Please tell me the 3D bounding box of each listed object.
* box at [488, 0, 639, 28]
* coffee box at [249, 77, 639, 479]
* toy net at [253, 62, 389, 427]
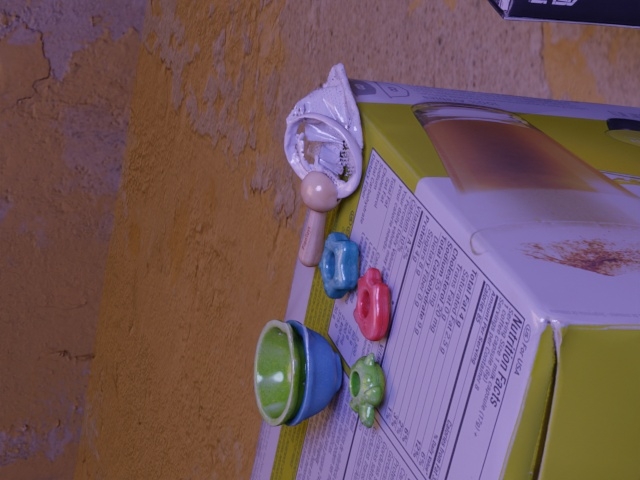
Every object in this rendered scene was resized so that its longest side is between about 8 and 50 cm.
[{"bbox_3d":[0.191,-0.255,1.186,0.307,0.242,0.076,-119,37,-50],"label":"box"},{"bbox_3d":[0.180,0.120,1.067,0.334,0.338,0.338,-126,44,-57],"label":"coffee box"},{"bbox_3d":[0.000,0.000,1.011,0.122,0.045,0.232,165,106,-68],"label":"toy net"}]
